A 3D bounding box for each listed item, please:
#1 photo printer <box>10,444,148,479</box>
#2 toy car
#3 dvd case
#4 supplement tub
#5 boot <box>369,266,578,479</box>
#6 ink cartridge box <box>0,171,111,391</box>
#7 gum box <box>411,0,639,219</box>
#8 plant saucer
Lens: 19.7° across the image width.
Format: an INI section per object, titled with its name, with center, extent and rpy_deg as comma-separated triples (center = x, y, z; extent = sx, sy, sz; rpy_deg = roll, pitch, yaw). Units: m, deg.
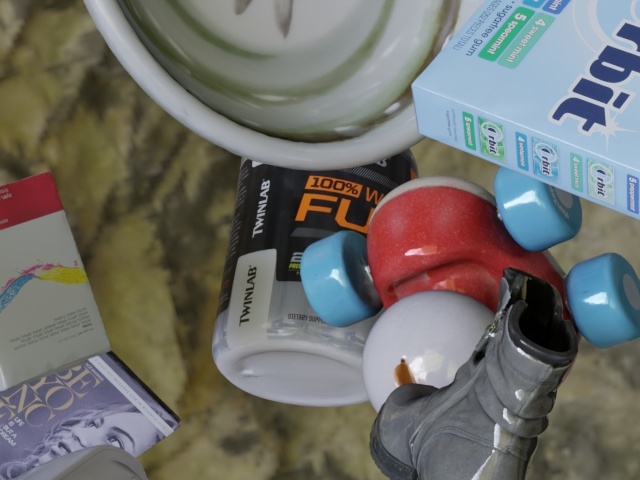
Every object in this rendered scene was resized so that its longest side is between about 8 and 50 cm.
[photo printer]
center = -0.249, 0.250, 1.232
extent = 0.107, 0.256, 0.307
rpy_deg = 59, -163, -1
[toy car]
center = 0.104, 0.090, 1.375
extent = 0.210, 0.219, 0.238
rpy_deg = 52, -148, -27
[dvd case]
center = -0.291, 0.208, 2.070
extent = 0.164, 0.221, 0.018
rpy_deg = 47, -159, -18
[supplement tub]
center = 0.000, 0.000, 2.066
extent = 0.207, 0.207, 0.338
rpy_deg = 50, -138, -56
[boot]
center = 0.101, 0.089, 1.105
extent = 0.246, 0.083, 0.161
rpy_deg = -106, 37, -77
[ink cartridge box]
center = -0.297, 0.047, 1.671
extent = 0.127, 0.128, 0.176
rpy_deg = -21, -88, -44
[gum box]
center = 0.167, -0.087, 0.962
extent = 0.157, 0.184, 0.041
rpy_deg = -50, -32, -30
[plant saucer]
center = -0.033, -0.249, 1.447
extent = 0.400, 0.100, 0.400
rpy_deg = 4, -97, -30
